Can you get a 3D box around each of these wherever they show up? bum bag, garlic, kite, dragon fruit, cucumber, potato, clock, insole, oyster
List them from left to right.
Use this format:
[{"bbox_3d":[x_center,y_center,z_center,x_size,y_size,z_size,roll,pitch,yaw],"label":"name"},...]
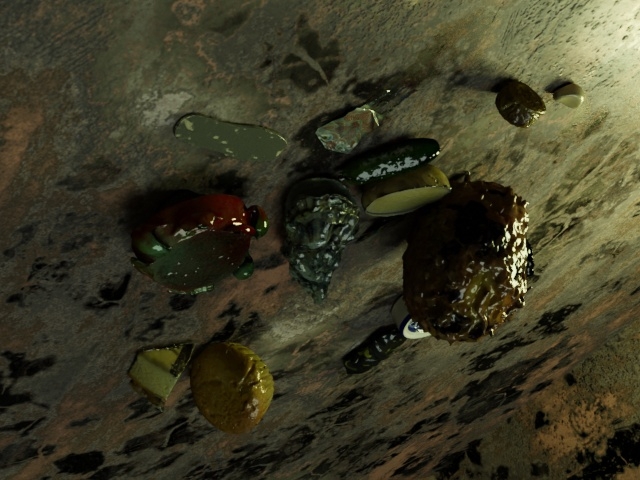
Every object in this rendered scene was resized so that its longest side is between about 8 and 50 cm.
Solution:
[{"bbox_3d":[-0.236,-0.001,1.701,0.268,0.130,0.295,-34,151,14],"label":"dragon fruit"},{"bbox_3d":[-0.158,-0.183,1.592,0.247,0.011,0.081,10,132,-47],"label":"insole"},{"bbox_3d":[-0.003,0.003,1.906,0.162,0.158,0.351,10,134,5],"label":"oyster"},{"bbox_3d":[0.101,-0.243,1.711,0.229,0.016,0.127,-32,154,16],"label":"kite"},{"bbox_3d":[0.157,0.335,2.658,0.106,0.060,0.232,22,124,-43],"label":"bum bag"},{"bbox_3d":[0.145,-0.028,2.062,0.160,0.010,0.183,-19,169,-45],"label":"kite"},{"bbox_3d":[0.140,-0.161,1.826,0.227,0.069,0.069,-18,151,-8],"label":"cucumber"},{"bbox_3d":[0.177,-0.117,1.908,0.200,0.081,0.164,-10,164,-23],"label":"potato"},{"bbox_3d":[0.317,0.187,2.530,0.230,0.083,0.230,-22,153,-12],"label":"clock"},{"bbox_3d":[0.544,-0.315,1.934,0.083,0.041,0.053,9,149,-36],"label":"garlic"}]

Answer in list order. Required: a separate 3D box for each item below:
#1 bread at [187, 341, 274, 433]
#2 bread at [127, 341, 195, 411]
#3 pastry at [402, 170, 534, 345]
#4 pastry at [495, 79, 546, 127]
[{"bbox_3d":[-0.217,0.367,2.228,0.139,0.240,0.240,-6,147,-52],"label":"bread"},{"bbox_3d":[-0.380,0.310,2.170,0.152,0.127,0.147,-46,171,-49],"label":"bread"},{"bbox_3d":[0.337,0.031,2.030,0.292,0.405,0.338,12,112,2],"label":"pastry"},{"bbox_3d":[0.408,-0.277,1.817,0.109,0.097,0.057,1,142,-39],"label":"pastry"}]
